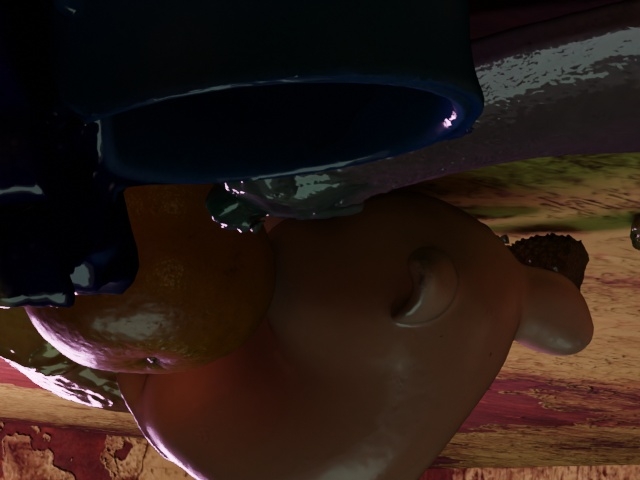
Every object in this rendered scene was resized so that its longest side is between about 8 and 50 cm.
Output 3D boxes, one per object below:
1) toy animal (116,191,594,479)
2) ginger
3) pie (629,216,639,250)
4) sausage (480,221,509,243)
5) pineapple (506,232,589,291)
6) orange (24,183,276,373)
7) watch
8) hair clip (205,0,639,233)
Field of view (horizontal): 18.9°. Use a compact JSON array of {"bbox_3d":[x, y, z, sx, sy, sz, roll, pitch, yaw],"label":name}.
[{"bbox_3d":[0.014,0.069,1.276,0.195,0.256,0.213,9,-147,-48],"label":"toy animal"},{"bbox_3d":[-0.153,0.060,1.434,0.267,0.138,0.152,9,179,-30],"label":"ginger"},{"bbox_3d":[0.248,-0.003,1.301,0.084,0.020,0.084,3,169,1],"label":"pie"},{"bbox_3d":[0.000,0.000,1.359,0.269,0.032,0.033,0,169,14],"label":"sausage"},{"bbox_3d":[0.129,0.014,1.382,0.124,0.058,0.058,13,176,32],"label":"pineapple"},{"bbox_3d":[-0.106,0.010,1.166,0.159,0.136,0.159,-3,165,-1],"label":"orange"},{"bbox_3d":[-0.041,-0.071,0.714,0.200,0.171,0.196,-9,180,6],"label":"watch"},{"bbox_3d":[0.111,-0.069,0.880,0.359,0.110,0.095,-4,-152,18],"label":"hair clip"}]
